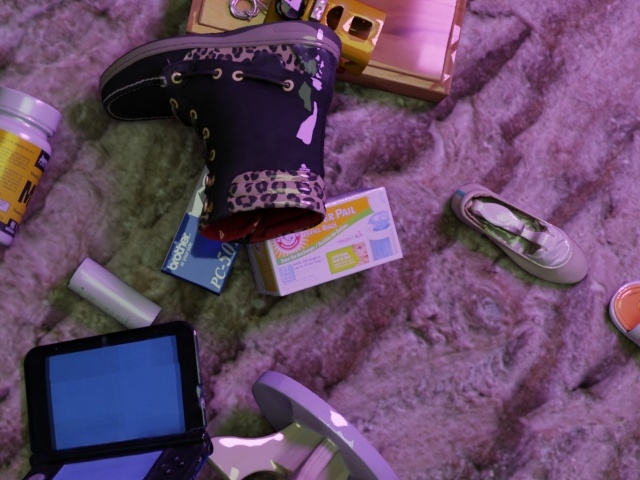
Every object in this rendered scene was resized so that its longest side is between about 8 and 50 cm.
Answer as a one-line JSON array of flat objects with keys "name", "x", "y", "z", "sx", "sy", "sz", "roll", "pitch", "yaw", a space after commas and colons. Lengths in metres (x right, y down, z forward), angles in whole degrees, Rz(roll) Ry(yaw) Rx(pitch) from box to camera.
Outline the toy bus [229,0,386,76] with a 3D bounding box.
[{"name": "toy bus", "x": -0.004, "y": -0.322, "z": 1.811, "sx": 0.202, "sy": 0.104, "sz": 0.191, "roll": -25, "pitch": 88, "yaw": -11}]

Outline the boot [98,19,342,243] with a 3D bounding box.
[{"name": "boot", "x": -0.148, "y": -0.141, "z": 1.739, "sx": 0.377, "sy": 0.138, "sz": 0.284, "roll": -7, "pitch": 70, "yaw": 18}]

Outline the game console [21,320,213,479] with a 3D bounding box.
[{"name": "game console", "x": -0.312, "y": 0.258, "z": 1.679, "sx": 0.293, "sy": 0.250, "sz": 0.173, "roll": -12, "pitch": 111, "yaw": 23}]

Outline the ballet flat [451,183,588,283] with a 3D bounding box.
[{"name": "ballet flat", "x": 0.314, "y": -0.008, "z": 1.912, "sx": 0.248, "sy": 0.086, "sz": 0.086, "roll": 29, "pitch": 80, "yaw": -5}]

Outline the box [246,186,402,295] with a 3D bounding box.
[{"name": "box", "x": 0.000, "y": 0.000, "z": 1.826, "sx": 0.203, "sy": 0.103, "sz": 0.114, "roll": -18, "pitch": 97, "yaw": -20}]

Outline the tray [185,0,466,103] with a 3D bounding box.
[{"name": "tray", "x": 0.013, "y": -0.360, "z": 1.908, "sx": 0.411, "sy": 0.076, "sz": 0.202, "roll": 12, "pitch": 82, "yaw": -8}]

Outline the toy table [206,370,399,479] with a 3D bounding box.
[{"name": "toy table", "x": -0.029, "y": 0.333, "z": 1.750, "sx": 0.274, "sy": 0.252, "sz": 0.161, "roll": 40, "pitch": 63, "yaw": 9}]

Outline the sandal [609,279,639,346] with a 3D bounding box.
[{"name": "sandal", "x": 0.576, "y": 0.155, "z": 1.938, "sx": 0.265, "sy": 0.076, "sz": 0.102, "roll": 39, "pitch": 79, "yaw": -3}]

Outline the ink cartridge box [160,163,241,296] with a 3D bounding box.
[{"name": "ink cartridge box", "x": -0.155, "y": -0.031, "z": 1.857, "sx": 0.097, "sy": 0.046, "sz": 0.207, "roll": 23, "pitch": 81, "yaw": -5}]

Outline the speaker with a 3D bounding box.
[{"name": "speaker", "x": -0.301, "y": 0.084, "z": 1.816, "sx": 0.136, "sy": 0.055, "sz": 0.055, "roll": 35, "pitch": 80, "yaw": -4}]

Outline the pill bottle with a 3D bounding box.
[{"name": "pill bottle", "x": -0.459, "y": -0.107, "z": 1.779, "sx": 0.119, "sy": 0.119, "sz": 0.208, "roll": 23, "pitch": 81, "yaw": -6}]
